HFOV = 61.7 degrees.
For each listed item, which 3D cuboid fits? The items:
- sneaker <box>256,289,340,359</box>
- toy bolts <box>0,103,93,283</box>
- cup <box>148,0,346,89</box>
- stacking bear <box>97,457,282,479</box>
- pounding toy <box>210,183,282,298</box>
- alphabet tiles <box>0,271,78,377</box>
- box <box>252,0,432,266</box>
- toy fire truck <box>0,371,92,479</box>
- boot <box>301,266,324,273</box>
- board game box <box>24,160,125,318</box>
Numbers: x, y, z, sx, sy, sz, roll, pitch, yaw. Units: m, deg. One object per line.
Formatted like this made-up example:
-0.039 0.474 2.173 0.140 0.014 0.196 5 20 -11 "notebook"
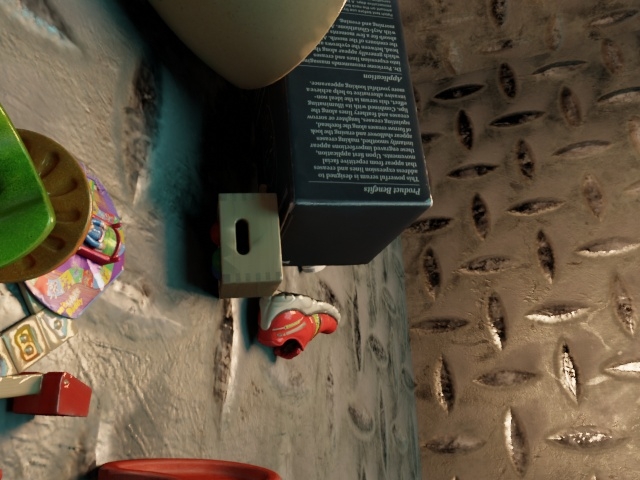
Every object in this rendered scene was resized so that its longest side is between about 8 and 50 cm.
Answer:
-0.048 0.162 1.000 0.279 0.107 0.118 31 70 -64 "sneaker"
-0.277 -0.062 0.330 0.228 0.218 0.158 68 -16 1 "toy bolts"
-0.134 -0.405 0.714 0.237 0.331 0.331 19 60 -41 "cup"
-0.128 0.373 0.510 0.164 0.175 0.289 32 60 -58 "stacking bear"
-0.123 -0.004 0.826 0.206 0.094 0.181 128 -41 -70 "pounding toy"
-0.291 0.037 0.395 0.237 0.009 0.198 -55 133 -67 "alphabet tiles"
0.010 -0.184 0.919 0.293 0.212 0.395 127 -40 -66 "box"
-0.251 0.148 0.372 0.192 0.047 0.135 57 33 -61 "toy fire truck"
0.000 0.000 1.235 0.190 0.069 0.086 -53 134 -65 "boot"
-0.234 -0.006 0.539 0.169 0.033 0.133 -71 147 -63 "board game box"
